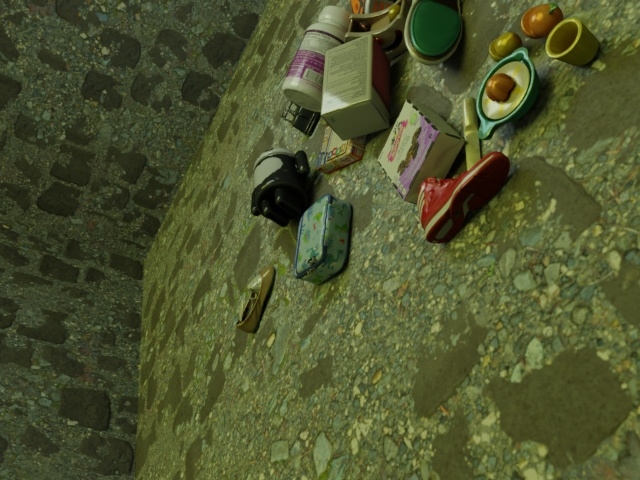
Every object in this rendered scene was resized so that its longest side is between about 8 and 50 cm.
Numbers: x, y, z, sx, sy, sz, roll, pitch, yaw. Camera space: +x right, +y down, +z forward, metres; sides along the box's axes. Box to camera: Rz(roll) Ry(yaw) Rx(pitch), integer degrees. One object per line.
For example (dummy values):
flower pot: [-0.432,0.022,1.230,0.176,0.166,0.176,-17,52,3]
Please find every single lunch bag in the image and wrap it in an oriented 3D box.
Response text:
lunch bag: [0.000,0.000,1.470,0.176,0.090,0.219,-35,41,52]

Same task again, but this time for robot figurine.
robot figurine: [-0.132,-0.176,1.742,0.174,0.209,0.278,82,180,-46]

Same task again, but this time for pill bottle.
pill bottle: [0.006,-0.582,1.749,0.169,0.169,0.302,13,79,63]

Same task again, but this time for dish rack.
dish rack: [-0.062,-0.503,1.965,0.208,0.074,0.271,-62,22,10]

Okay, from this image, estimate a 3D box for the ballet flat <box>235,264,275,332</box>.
ballet flat: [-0.210,0.181,1.750,0.080,0.073,0.233,0,71,62]

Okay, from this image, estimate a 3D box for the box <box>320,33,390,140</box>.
box: [0.099,-0.410,1.471,0.148,0.127,0.233,-11,60,28]

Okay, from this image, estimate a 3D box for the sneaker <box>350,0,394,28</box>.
sneaker: [0.162,-0.802,1.655,0.180,0.124,0.321,-138,59,-64]

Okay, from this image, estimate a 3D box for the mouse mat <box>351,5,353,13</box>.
mouse mat: [0.143,-0.849,1.810,0.152,0.007,0.190,-4,-61,-84]

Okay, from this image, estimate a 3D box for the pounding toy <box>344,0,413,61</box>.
pounding toy: [0.164,-0.604,1.516,0.269,0.154,0.155,-15,58,58]

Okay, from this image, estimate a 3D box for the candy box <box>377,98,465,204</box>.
candy box: [0.213,-0.194,1.198,0.196,0.070,0.165,-111,39,-54]

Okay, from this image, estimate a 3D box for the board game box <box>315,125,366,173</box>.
board game box: [0.064,-0.287,1.599,0.193,0.045,0.147,-12,61,60]

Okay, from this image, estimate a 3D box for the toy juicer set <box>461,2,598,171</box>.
toy juicer set: [0.339,-0.302,1.031,0.329,0.089,0.209,-52,35,37]

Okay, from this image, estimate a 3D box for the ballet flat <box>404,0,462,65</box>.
ballet flat: [0.270,-0.546,1.333,0.139,0.139,0.401,-29,42,52]

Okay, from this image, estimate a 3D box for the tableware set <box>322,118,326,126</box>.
tableware set: [0.050,-0.456,1.777,0.141,0.020,0.169,-40,36,39]

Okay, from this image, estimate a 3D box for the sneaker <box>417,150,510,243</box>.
sneaker: [0.255,-0.110,1.052,0.221,0.087,0.128,-51,41,31]
